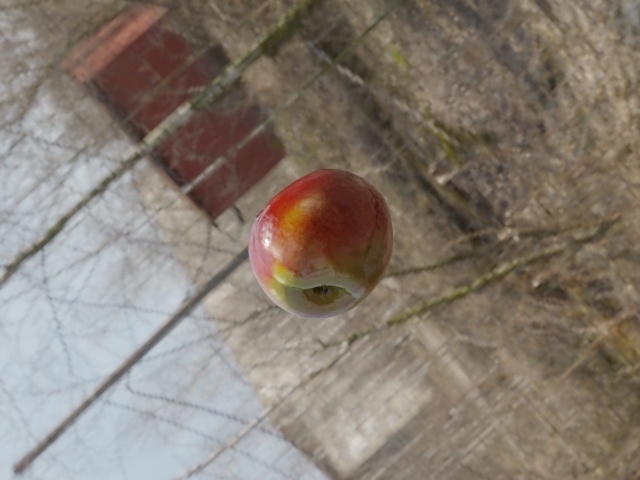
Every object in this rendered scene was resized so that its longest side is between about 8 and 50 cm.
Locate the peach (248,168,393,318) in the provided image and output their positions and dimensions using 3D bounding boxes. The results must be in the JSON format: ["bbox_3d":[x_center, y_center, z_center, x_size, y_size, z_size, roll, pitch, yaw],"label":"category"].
[{"bbox_3d":[0.000,0.000,1.409,0.190,0.190,0.192,49,-155,-37],"label":"peach"}]
